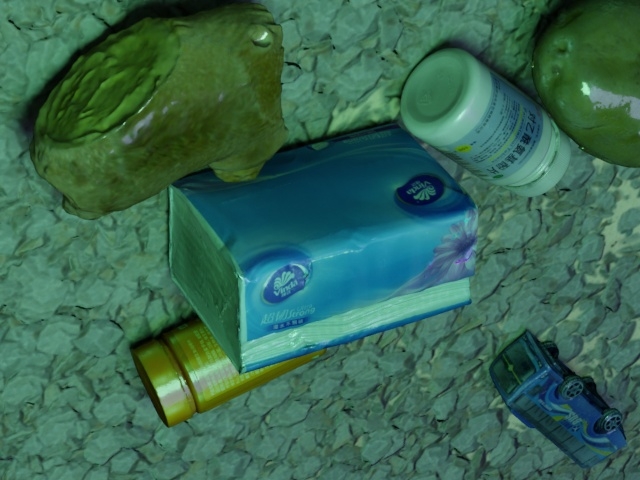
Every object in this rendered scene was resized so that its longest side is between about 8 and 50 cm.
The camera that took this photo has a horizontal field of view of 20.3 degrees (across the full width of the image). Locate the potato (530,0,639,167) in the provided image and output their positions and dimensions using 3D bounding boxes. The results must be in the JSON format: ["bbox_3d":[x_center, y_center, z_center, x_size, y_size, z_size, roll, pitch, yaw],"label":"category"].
[{"bbox_3d":[0.324,-0.172,1.890,0.235,0.178,0.160,5,157,-34],"label":"potato"}]

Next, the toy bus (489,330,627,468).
[{"bbox_3d":[0.299,0.204,2.229,0.094,0.079,0.236,-43,134,8],"label":"toy bus"}]

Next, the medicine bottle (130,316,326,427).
[{"bbox_3d":[-0.097,0.118,1.911,0.192,0.096,0.096,-25,133,-12],"label":"medicine bottle"}]

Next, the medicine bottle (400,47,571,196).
[{"bbox_3d":[0.177,-0.120,1.883,0.186,0.103,0.103,30,106,-42],"label":"medicine bottle"}]

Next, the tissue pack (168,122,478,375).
[{"bbox_3d":[0.000,0.000,1.805,0.263,0.198,0.146,-14,128,-22],"label":"tissue pack"}]

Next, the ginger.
[{"bbox_3d":[-0.139,-0.110,1.686,0.275,0.130,0.221,-41,144,11],"label":"ginger"}]
